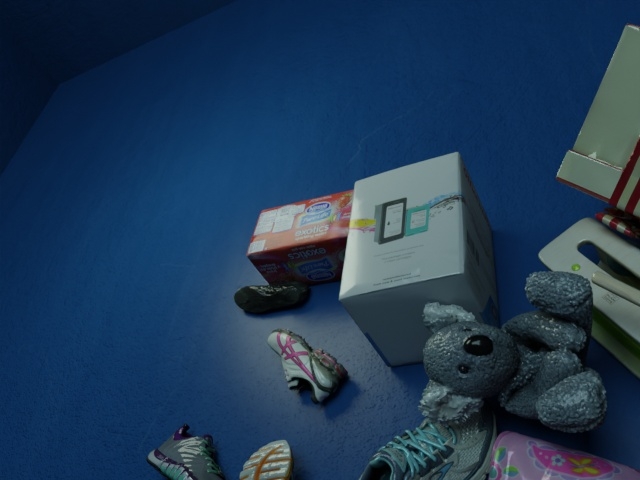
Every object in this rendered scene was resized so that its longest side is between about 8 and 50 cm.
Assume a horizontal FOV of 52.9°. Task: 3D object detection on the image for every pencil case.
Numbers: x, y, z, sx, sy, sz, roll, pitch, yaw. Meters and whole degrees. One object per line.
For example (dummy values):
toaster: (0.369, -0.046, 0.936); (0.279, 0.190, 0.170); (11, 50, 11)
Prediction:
pencil case: (0.326, 0.310, 0.727); (0.284, 0.124, 0.124); (6, 53, 40)

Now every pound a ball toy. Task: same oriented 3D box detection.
pound a ball toy: (0.431, 0.074, 0.823); (0.135, 0.208, 0.319); (-36, 38, -1)

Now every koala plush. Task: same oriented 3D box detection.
koala plush: (0.239, 0.161, 0.849); (0.221, 0.203, 0.196); (-4, 65, 14)

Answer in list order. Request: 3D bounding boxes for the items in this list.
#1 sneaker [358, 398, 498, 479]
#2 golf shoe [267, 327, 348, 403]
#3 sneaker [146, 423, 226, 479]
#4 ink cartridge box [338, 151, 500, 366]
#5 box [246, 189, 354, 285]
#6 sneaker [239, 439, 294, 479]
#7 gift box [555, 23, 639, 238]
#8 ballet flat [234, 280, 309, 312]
sneaker: (0.131, 0.308, 0.860); (0.283, 0.122, 0.110); (-46, 40, -15)
golf shoe: (-0.042, 0.215, 1.125); (0.186, 0.067, 0.086); (23, 66, 47)
sneaker: (-0.198, 0.370, 1.066); (0.223, 0.083, 0.098); (12, 53, 43)
ink cartridge box: (0.170, 0.031, 1.061); (0.197, 0.198, 0.270); (-15, 42, 24)
box: (0.000, 0.000, 1.273); (0.256, 0.123, 0.128); (-11, 44, 26)
sneaker: (-0.071, 0.397, 0.949); (0.084, 0.083, 0.215); (-18, 36, 20)
gift box: (0.509, -0.121, 0.869); (0.276, 0.255, 0.258); (37, 120, 38)
ballet flat: (-0.101, 0.115, 1.299); (0.173, 0.058, 0.049); (-7, 5, 29)
